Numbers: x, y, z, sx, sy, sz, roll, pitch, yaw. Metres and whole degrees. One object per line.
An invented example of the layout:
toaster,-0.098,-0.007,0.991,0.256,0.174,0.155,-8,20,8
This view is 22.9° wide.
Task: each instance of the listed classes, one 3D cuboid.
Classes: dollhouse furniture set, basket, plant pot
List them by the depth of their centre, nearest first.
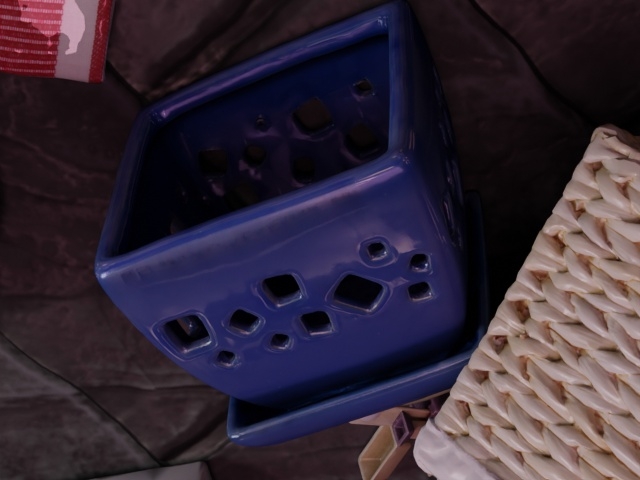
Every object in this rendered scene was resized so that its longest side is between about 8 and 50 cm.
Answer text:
basket,0.310,0.126,1.026,0.328,0.331,0.266,10,111,-45
plant pot,0.000,0.000,1.132,0.236,0.236,0.212,-20,121,16
dollhouse furniture set,0.042,0.174,1.295,0.081,0.091,0.114,8,135,-25

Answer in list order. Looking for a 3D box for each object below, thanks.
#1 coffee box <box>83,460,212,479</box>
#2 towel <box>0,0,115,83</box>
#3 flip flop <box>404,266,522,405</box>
coffee box,-0.226,0.440,1.345,0.337,0.334,0.338,-11,120,11
towel,-0.303,-0.241,1.122,0.329,0.037,0.237,10,121,-4
flip flop,0.151,0.071,1.234,0.277,0.112,0.080,-22,130,12
